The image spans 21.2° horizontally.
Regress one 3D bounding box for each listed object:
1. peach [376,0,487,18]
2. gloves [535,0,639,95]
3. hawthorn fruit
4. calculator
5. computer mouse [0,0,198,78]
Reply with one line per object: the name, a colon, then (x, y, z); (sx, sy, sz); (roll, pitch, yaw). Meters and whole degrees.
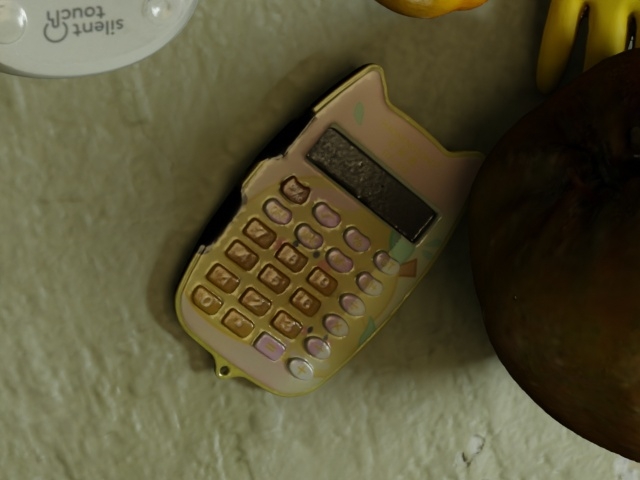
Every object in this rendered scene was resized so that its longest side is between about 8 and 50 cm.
peach: (0.071, -0.209, 1.104); (0.138, 0.138, 0.138); (-6, 107, -22)
gloves: (0.224, -0.208, 1.199); (0.133, 0.116, 0.294); (3, 114, 4)
hawthorn fruit: (0.248, 0.026, 1.173); (0.268, 0.268, 0.301); (-46, 141, -6)
calculator: (0.000, 0.000, 1.183); (0.157, 0.033, 0.236); (39, 89, -28)
computer mouse: (-0.158, -0.246, 0.999); (0.184, 0.121, 0.297); (-14, 123, -21)
